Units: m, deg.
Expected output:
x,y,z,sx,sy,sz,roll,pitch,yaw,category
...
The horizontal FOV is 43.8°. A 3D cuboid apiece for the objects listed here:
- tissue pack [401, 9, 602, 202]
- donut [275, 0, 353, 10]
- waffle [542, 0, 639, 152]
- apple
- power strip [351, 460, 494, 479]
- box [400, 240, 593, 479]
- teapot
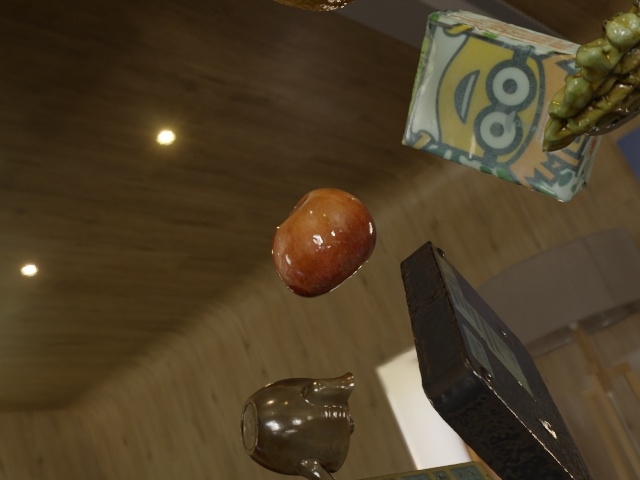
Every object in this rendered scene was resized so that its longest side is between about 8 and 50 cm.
x,y,z,sx,sy,sz,roll,pitch,yaw,category
0.307,-0.225,1.295,0.128,0.311,0.228,-27,-46,-50,tissue pack
-0.014,-0.410,1.018,0.253,0.253,0.118,-18,-7,-15,donut
0.338,-0.186,0.841,0.223,0.054,0.204,-29,-27,-15,waffle
0.000,0.000,1.418,0.201,0.162,0.201,-39,1,1,apple
0.115,0.421,1.286,0.388,0.092,0.066,-4,-61,-22,power strip
0.180,0.136,0.857,0.058,0.211,0.350,-41,14,13,box
-0.005,0.139,0.541,0.080,0.110,0.085,5,-50,-23,teapot
